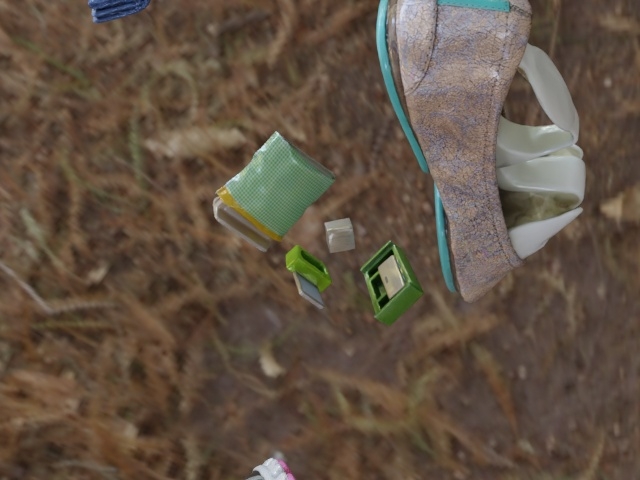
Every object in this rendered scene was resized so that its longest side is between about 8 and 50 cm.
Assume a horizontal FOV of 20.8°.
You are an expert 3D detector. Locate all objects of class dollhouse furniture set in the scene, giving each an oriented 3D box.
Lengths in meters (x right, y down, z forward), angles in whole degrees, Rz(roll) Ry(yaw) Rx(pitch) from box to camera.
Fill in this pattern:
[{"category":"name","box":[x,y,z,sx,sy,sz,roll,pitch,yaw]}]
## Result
[{"category":"dollhouse furniture set","box":[0.000,0.000,1.230,0.076,0.152,0.058,-44,32,17]}]

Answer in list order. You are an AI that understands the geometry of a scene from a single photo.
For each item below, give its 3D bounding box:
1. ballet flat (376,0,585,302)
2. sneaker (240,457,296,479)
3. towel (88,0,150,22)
[{"category":"ballet flat","box":[0.113,-0.050,1.109,0.106,0.316,0.107,-4,62,11]},{"category":"sneaker","box":[-0.025,0.142,0.705,0.075,0.170,0.063,-33,106,-4]},{"category":"towel","box":[-0.188,-0.258,1.717,0.067,0.029,0.119,-11,35,15]}]
